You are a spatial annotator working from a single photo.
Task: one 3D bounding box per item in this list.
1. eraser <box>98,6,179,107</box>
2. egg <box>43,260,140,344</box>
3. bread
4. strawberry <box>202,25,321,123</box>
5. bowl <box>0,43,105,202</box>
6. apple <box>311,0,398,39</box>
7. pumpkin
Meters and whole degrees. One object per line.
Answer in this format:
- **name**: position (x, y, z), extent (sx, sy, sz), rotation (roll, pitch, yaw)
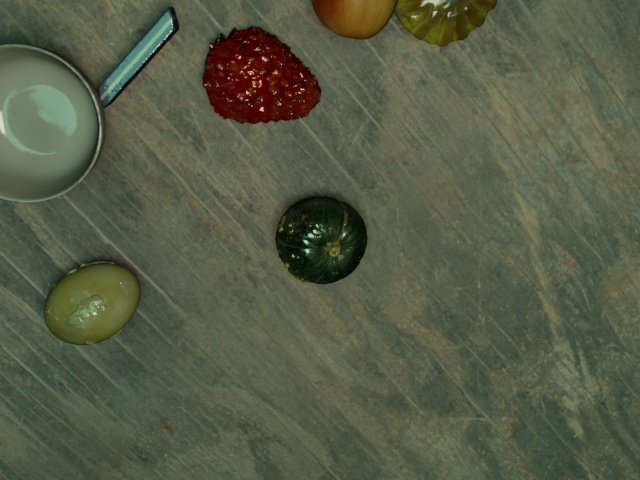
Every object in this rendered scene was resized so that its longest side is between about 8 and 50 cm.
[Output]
- **eraser**: position (-0.346, -0.348, 1.343), extent (0.036, 0.082, 0.225), rotation (43, 99, -15)
- **egg**: position (-0.462, 0.129, 1.435), extent (0.201, 0.164, 0.164), rotation (-31, 106, 3)
- **bread**: position (0.241, -0.476, 1.334), extent (0.213, 0.105, 0.214), rotation (-2, 107, -6)
- **strawberry**: position (-0.110, -0.305, 1.355), extent (0.236, 0.111, 0.190), rotation (17, 102, -9)
- **bowl**: position (-0.542, -0.225, 1.333), extent (0.286, 0.144, 0.287), rotation (-1, 106, -3)
- **apple**: position (0.063, -0.464, 1.286), extent (0.199, 0.199, 0.199), rotation (-1, 106, -3)
- **pumpkin**: position (0.001, 0.000, 1.432), extent (0.190, 0.146, 0.191), rotation (0, 106, -1)
